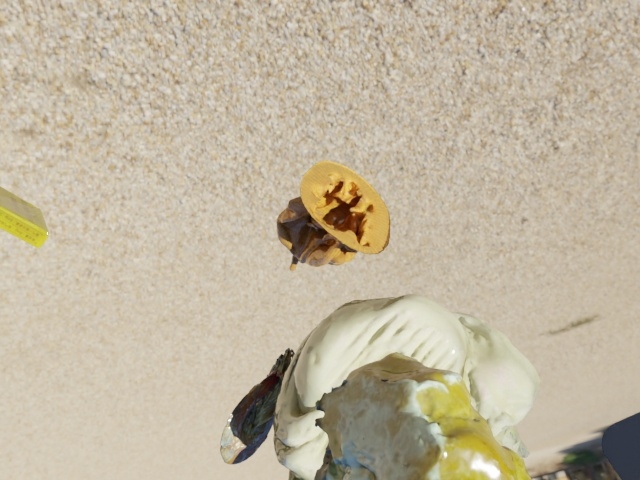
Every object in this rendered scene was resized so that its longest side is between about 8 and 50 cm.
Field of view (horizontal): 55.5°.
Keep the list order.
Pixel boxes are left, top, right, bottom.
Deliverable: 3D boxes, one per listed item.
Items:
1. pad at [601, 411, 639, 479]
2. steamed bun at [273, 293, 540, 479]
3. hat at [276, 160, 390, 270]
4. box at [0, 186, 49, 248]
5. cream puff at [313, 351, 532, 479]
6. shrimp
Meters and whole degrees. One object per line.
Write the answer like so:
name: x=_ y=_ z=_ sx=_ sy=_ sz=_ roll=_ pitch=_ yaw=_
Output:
pad: x=0.459 y=0.291 z=0.673 sx=0.181 sy=0.267 sz=0.004 roll=-35 pitch=176 yaw=22
steamed bun: x=0.117 y=0.241 z=0.837 sx=0.352 sy=0.339 sz=0.247 roll=21 pitch=-176 yaw=3
hat: x=0.000 y=0.000 z=1.278 sx=0.233 sy=0.244 sz=0.233 roll=-15 pitch=152 yaw=-48
box: x=-0.622 y=-0.092 z=1.080 sx=0.279 sy=0.153 sz=0.041 roll=37 pitch=89 yaw=-36
cream puff: x=0.061 y=0.145 z=0.347 sx=0.121 sy=0.156 sz=0.156 roll=-12 pitch=159 yaw=29
shrimp: x=-0.087 y=0.244 z=0.903 sx=0.042 sy=0.190 sz=0.101 roll=17 pitch=153 yaw=31
